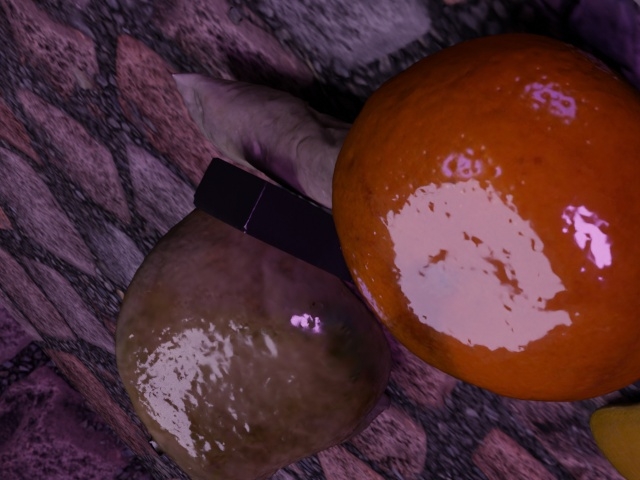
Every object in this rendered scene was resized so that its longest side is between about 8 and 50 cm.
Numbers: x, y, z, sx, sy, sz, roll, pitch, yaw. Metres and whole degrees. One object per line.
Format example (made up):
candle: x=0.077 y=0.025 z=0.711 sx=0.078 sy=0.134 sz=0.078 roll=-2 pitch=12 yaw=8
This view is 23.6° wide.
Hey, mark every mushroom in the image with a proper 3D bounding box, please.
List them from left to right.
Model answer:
mushroom: x=-0.063 y=0.134 z=1.531 sx=0.212 sy=0.217 sz=0.292 roll=10 pitch=138 yaw=52

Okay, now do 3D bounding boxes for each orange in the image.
orange: x=0.126 y=-0.015 z=0.947 sx=0.240 sy=0.171 sz=0.240 roll=16 pitch=124 yaw=25

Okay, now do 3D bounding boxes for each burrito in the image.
burrito: x=0.025 y=-0.057 z=1.215 sx=0.392 sy=0.076 sz=0.117 roll=26 pitch=176 yaw=43

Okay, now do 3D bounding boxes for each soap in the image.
soap: x=0.266 y=0.159 z=1.203 sx=0.089 sy=0.033 sz=0.168 roll=47 pitch=158 yaw=1

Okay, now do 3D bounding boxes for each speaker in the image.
speaker: x=0.000 y=0.000 z=1.270 sx=0.218 sy=0.044 sz=0.082 roll=27 pitch=179 yaw=-41

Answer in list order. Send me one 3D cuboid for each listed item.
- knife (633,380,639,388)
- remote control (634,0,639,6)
knife: x=0.243 y=0.087 z=1.143 sx=0.245 sy=0.019 sz=0.072 roll=29 pitch=141 yaw=36
remote control: x=0.149 y=-0.189 z=0.788 sx=0.309 sy=0.038 sz=0.090 roll=47 pitch=159 yaw=1
